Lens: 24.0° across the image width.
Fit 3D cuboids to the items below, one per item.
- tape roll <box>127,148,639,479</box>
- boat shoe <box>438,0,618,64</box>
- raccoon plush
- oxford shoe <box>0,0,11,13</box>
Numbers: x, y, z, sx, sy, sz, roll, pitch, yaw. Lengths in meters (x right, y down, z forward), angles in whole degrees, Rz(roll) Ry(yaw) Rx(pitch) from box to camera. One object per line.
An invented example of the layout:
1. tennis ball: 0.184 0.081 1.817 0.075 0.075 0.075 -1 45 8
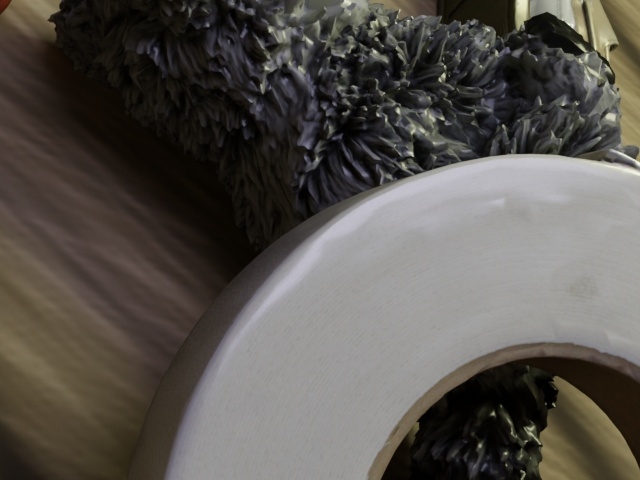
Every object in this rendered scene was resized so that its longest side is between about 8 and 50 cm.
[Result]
1. tape roll: 0.097 0.151 0.718 0.391 0.072 0.392 2 83 -21
2. boat shoe: 0.158 -0.147 1.116 0.103 0.113 0.302 24 57 -26
3. raccoon plush: 0.000 0.000 0.806 0.299 0.216 0.447 13 51 -23
4. oxford shoe: -0.216 -0.265 0.890 0.096 0.098 0.271 -3 62 -41
